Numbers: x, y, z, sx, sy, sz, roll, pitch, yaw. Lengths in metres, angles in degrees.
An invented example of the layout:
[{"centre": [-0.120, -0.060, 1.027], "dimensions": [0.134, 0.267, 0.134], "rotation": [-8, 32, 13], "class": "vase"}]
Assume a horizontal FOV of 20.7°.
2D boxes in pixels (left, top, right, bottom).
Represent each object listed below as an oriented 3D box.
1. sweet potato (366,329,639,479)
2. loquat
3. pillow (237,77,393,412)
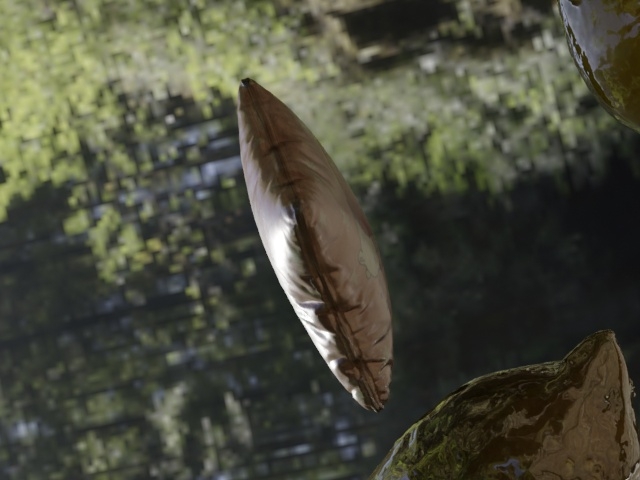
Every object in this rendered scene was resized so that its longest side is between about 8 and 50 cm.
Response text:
[{"centre": [0.046, 0.202, 0.908], "dimensions": [0.130, 0.131, 0.422], "rotation": [-83, 17, -48], "class": "sweet potato"}, {"centre": [0.237, -0.143, 1.170], "dimensions": [0.195, 0.152, 0.152], "rotation": [34, -142, -26], "class": "loquat"}, {"centre": [0.000, 0.000, 1.445], "dimensions": [0.223, 0.084, 0.236], "rotation": [-108, -6, -52], "class": "pillow"}]
